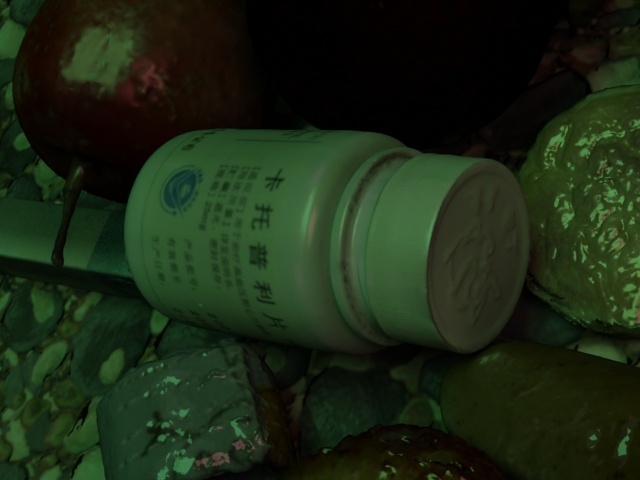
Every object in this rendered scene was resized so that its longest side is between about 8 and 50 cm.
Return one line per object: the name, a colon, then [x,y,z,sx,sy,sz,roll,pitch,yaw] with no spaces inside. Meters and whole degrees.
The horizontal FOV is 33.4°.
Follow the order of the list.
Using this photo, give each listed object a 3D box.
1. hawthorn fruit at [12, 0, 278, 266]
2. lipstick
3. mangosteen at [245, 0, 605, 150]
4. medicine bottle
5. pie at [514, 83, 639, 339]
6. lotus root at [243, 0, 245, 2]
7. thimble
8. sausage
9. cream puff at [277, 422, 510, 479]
hawthorn fruit: [-0.175,-0.150,0.977,0.235,0.263,0.231,32,125,43]
lipstick: [-0.272,0.003,1.074,0.317,0.066,0.068,8,68,34]
mangosteen: [0.078,-0.217,0.875,0.297,0.293,0.297,-9,78,48]
medicine bottle: [0.000,0.000,0.818,0.293,0.170,0.170,7,68,39]
pie: [0.227,-0.028,0.805,0.185,0.052,0.218,-4,64,27]
lotus root: [-0.014,-0.319,1.097,0.203,0.078,0.183,-13,59,23]
thimble: [-0.100,0.157,0.846,0.151,0.127,0.118,-21,57,3]
sausage: [0.278,0.154,0.623,0.501,0.123,0.136,11,42,36]
cream puff: [0.046,0.242,0.690,0.240,0.164,0.240,-4,79,20]
